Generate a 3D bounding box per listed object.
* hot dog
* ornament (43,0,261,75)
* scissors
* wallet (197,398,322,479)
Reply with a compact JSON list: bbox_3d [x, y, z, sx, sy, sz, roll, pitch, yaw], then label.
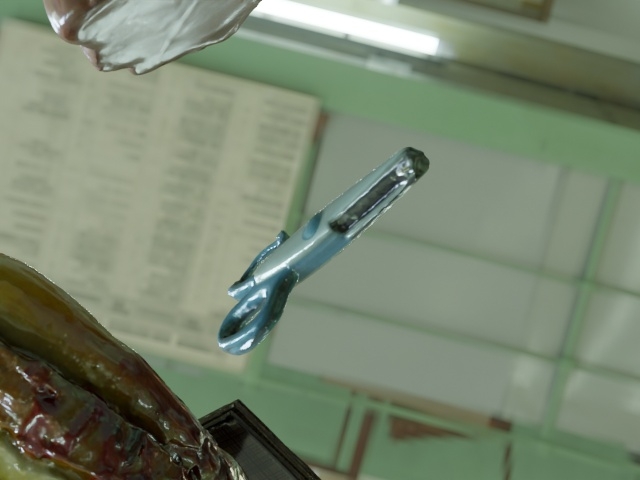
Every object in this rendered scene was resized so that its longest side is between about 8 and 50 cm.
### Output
[{"bbox_3d":[-0.170,0.187,1.437,0.223,0.185,0.405,26,160,38],"label":"hot dog"},{"bbox_3d":[-0.135,-0.260,1.349,0.235,0.221,0.217,-25,-109,-41],"label":"ornament"},{"bbox_3d":[0.000,0.000,1.845,0.041,0.289,0.138,35,-143,-19],"label":"scissors"},{"bbox_3d":[-0.116,0.220,1.682,0.124,0.230,0.042,46,-143,-21],"label":"wallet"}]
